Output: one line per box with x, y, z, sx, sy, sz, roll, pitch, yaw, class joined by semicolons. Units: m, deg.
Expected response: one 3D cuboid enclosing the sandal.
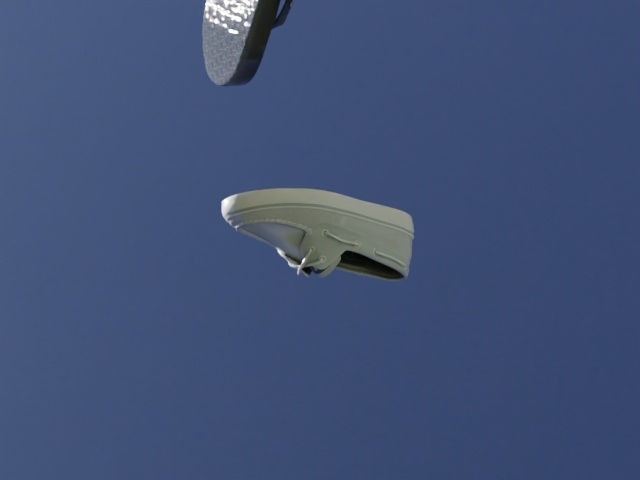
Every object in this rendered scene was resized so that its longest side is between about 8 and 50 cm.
-0.035;-0.240;1.401;0.055;0.097;0.254;7;-66;-30;sandal

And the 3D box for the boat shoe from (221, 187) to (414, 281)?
0.000;0.000;1.397;0.184;0.066;0.063;13;-112;-41;boat shoe
